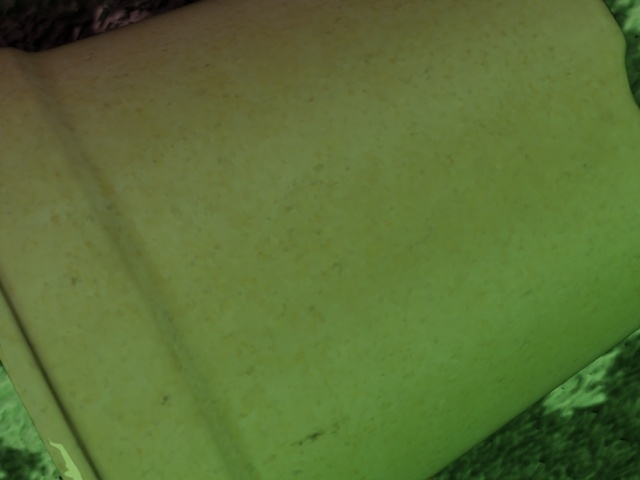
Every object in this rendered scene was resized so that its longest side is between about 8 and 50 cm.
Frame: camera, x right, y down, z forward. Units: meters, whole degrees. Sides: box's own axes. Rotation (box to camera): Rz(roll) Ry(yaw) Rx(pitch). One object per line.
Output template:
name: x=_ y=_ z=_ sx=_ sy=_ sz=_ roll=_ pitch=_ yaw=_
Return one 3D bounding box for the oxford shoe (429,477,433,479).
oxford shoe: x=-0.059 y=0.193 z=1.068 sx=0.271 sy=0.097 sz=0.098 roll=-10 pitch=132 yaw=-6

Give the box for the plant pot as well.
plant pot: x=0.000 y=0.000 z=0.833 sx=0.305 sy=0.334 sz=0.333 roll=-27 pitch=127 yaw=-7
